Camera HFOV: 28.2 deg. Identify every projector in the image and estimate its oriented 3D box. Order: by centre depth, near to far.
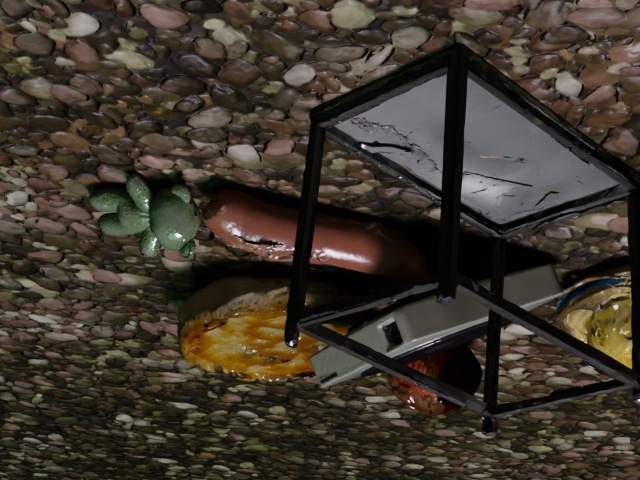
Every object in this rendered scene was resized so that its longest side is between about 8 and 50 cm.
[{"bbox_3d":[0.146,0.105,1.670,0.259,0.079,0.257,-13,168,-32],"label":"projector"}]

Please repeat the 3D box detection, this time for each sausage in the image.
[{"bbox_3d":[0.000,-0.001,1.581,0.304,0.078,0.078,13,154,-16],"label":"sausage"}]

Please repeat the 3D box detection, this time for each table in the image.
[{"bbox_3d":[0.163,0.017,1.351,0.335,0.272,0.222,27,147,-37],"label":"table"}]

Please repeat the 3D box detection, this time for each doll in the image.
[{"bbox_3d":[-0.213,-0.036,1.575,0.150,0.077,0.115,7,119,22],"label":"doll"}]

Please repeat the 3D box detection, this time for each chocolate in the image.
[{"bbox_3d":[0.163,0.196,1.910,0.133,0.124,0.127,27,174,42],"label":"chocolate"}]

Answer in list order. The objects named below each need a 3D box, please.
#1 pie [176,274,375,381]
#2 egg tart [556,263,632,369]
[{"bbox_3d":[-0.061,0.127,1.851,0.315,0.092,0.315,0,156,0],"label":"pie"},{"bbox_3d":[0.451,0.121,1.697,0.291,0.107,0.290,4,154,2],"label":"egg tart"}]
